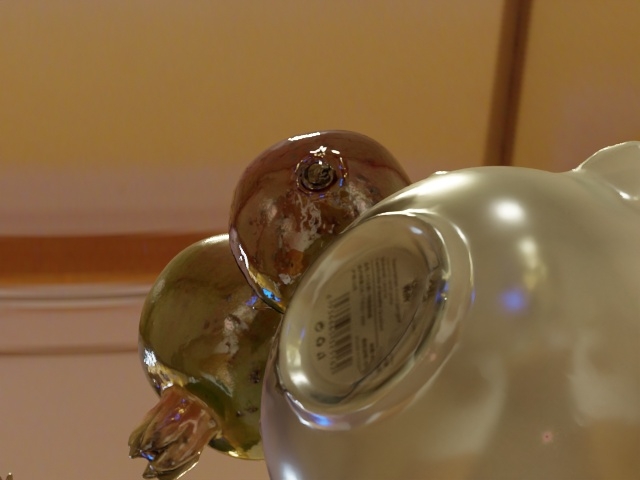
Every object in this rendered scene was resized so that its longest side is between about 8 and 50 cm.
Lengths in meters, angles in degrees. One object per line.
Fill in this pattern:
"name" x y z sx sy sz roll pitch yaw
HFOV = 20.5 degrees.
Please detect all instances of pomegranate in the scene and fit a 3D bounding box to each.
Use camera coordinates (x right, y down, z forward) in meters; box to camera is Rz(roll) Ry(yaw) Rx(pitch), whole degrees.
"pomegranate" -0.070 0.098 1.345 0.209 0.180 0.180 -44 -52 -26
"pomegranate" 0.000 -0.007 1.165 0.129 0.159 0.129 2 -99 -10

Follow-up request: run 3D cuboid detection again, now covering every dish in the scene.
"dish" 0.033 0.046 0.737 0.228 0.236 0.086 -2 -30 47

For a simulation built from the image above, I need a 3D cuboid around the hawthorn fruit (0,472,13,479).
"hawthorn fruit" -0.303 0.372 1.691 0.276 0.308 0.276 3 -22 1
